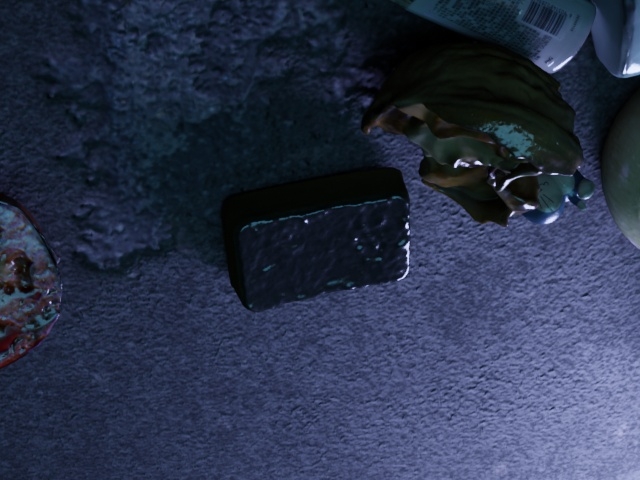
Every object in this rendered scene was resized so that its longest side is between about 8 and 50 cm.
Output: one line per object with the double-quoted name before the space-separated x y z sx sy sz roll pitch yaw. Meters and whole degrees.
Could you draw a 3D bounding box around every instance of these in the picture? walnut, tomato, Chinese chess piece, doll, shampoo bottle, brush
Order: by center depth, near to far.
"shampoo bottle" 0.158 -0.237 1.366 0.227 0.056 0.086 18 117 -28
"tomato" -0.363 0.030 1.369 0.225 0.085 0.225 -7 123 -11
"walnut" 0.151 -0.122 1.382 0.204 0.238 0.141 22 75 -3
"brush" 0.000 0.000 1.482 0.197 0.059 0.123 -12 129 -10
"doll" 0.250 -0.053 1.526 0.083 0.076 0.050 -33 163 -2
"Chinese chess piece" 0.431 -0.083 1.540 0.250 0.101 0.250 -8 126 -12

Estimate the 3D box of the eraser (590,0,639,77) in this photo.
"eraser" 0.411 -0.278 1.390 0.290 0.104 0.189 -14 123 -9
